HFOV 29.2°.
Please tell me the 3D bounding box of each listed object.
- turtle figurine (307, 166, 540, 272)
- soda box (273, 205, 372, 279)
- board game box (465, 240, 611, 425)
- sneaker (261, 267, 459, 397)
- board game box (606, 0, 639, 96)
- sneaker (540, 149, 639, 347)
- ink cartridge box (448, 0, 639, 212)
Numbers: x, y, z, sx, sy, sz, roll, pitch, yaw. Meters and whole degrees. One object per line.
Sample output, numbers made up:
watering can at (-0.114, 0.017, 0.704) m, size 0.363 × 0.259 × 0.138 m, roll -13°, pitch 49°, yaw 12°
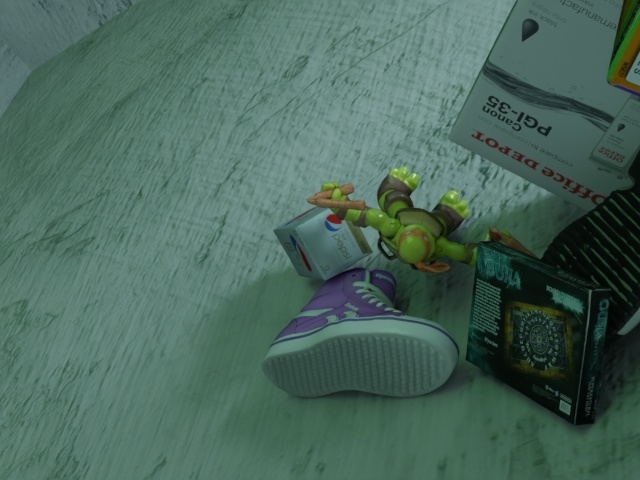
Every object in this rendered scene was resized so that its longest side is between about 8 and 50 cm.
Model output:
turtle figurine at (0.120, -0.009, 1.375) m, size 0.217 × 0.270 × 0.087 m, roll -63°, pitch -13°, yaw -73°
soda box at (0.000, 0.000, 1.507) m, size 0.069 × 0.074 × 0.216 m, roll -30°, pitch 4°, yaw -7°
board game box at (0.199, 0.081, 1.152) m, size 0.026 × 0.126 × 0.186 m, roll -1°, pitch 14°, yaw -25°
sneaker at (0.061, 0.084, 1.352) m, size 0.282 × 0.102 × 0.161 m, roll -7°, pitch 38°, yaw 49°
board game box at (0.465, -0.282, 0.912) m, size 0.356 × 0.356 × 0.356 m, roll -66°, pitch -4°, yaw -46°
sneaker at (0.328, -0.005, 1.136) m, size 0.330 × 0.146 × 0.122 m, roll -53°, pitch 46°, yaw 25°
ink cartridge box at (0.276, -0.172, 1.211) m, size 0.117 × 0.207 × 0.283 m, roll -59°, pitch -5°, yaw -37°
